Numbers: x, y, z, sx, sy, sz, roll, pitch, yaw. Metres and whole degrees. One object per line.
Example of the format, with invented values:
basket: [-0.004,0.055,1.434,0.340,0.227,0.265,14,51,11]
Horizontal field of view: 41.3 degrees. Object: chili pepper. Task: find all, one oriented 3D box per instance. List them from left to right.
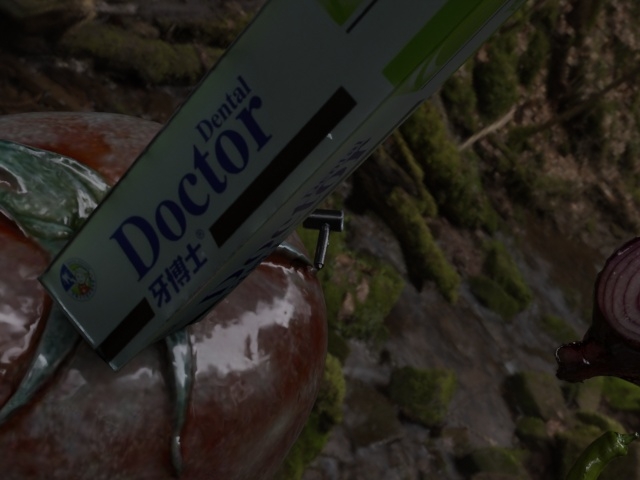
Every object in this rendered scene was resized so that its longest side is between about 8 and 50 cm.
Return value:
chili pepper: [0.329,0.322,1.078,0.049,0.208,0.043,31,-1,-12]

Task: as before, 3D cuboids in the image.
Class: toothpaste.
toothpaste: [0.009,-0.072,0.349,0.067,0.336,0.081,49,28,7]

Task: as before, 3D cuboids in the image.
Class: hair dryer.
hair dryer: [0.000,0.000,0.966,0.047,0.026,0.083,3,55,7]

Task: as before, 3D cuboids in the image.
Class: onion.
onion: [0.350,0.101,0.893,0.139,0.218,0.195,54,6,-42]

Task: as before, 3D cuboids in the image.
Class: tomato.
tomato: [-0.153,0.062,0.558,0.317,0.282,0.316,15,45,-15]
